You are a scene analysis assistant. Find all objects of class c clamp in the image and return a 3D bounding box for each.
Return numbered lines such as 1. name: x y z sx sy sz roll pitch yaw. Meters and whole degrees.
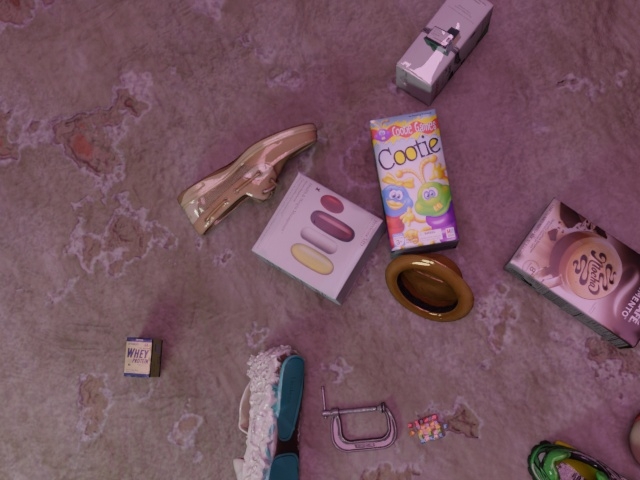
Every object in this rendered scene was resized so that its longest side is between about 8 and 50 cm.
1. c clamp: 0.080 0.375 1.932 0.160 0.022 0.137 -1 82 6

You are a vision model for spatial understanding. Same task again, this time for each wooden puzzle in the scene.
1. wooden puzzle: 0.225 0.394 1.924 0.083 0.006 0.049 -19 81 2

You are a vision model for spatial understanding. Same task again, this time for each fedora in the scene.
1. fedora: 0.233 0.083 1.913 0.194 0.194 0.079 24 49 8

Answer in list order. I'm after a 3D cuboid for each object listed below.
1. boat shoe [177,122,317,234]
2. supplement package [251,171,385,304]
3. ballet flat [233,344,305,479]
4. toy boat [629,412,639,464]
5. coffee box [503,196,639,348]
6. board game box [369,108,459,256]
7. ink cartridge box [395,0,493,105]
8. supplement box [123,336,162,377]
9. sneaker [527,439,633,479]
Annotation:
1. boat shoe: -0.140 -0.133 1.983 0.341 0.121 0.110 -31 85 10
2. supplement package: 0.000 0.000 1.929 0.203 0.149 0.194 30 85 9
3. ballet flat: -0.112 0.420 1.907 0.146 0.147 0.409 6 79 6
4. toy boat: 0.735 0.403 1.827 0.231 0.151 0.151 31 55 8
5. coffee box: 0.548 0.070 1.884 0.297 0.119 0.168 35 86 9
6. board game box: 0.194 -0.115 1.931 0.144 0.142 0.275 -10 81 4
7. ink cartridge box: 0.261 -0.411 1.959 0.092 0.160 0.219 37 87 9
8. supplement box: -0.376 0.249 1.960 0.056 0.083 0.083 2 82 6
9. sneaker: 0.568 0.517 1.805 0.343 0.146 0.134 27 85 8
